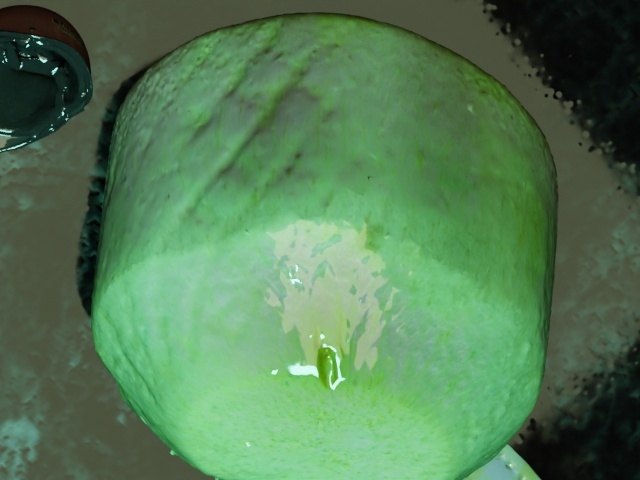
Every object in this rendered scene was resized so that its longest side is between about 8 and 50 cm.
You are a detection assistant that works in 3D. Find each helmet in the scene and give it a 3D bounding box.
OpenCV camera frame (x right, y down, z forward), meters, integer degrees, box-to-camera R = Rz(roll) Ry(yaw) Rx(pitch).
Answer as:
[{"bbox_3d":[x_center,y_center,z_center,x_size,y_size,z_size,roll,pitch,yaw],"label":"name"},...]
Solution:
[{"bbox_3d":[-0.149,-0.084,0.885,0.084,0.049,0.065,-26,132,19],"label":"helmet"}]

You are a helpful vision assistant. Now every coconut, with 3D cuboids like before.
[{"bbox_3d":[0.000,0.000,0.846,0.236,0.236,0.204,-37,134,-5],"label":"coconut"}]

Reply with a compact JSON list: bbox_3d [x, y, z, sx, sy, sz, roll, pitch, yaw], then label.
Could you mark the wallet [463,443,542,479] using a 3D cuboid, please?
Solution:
[{"bbox_3d":[0.116,0.274,0.896,0.309,0.077,0.223,45,64,-1],"label":"wallet"}]
